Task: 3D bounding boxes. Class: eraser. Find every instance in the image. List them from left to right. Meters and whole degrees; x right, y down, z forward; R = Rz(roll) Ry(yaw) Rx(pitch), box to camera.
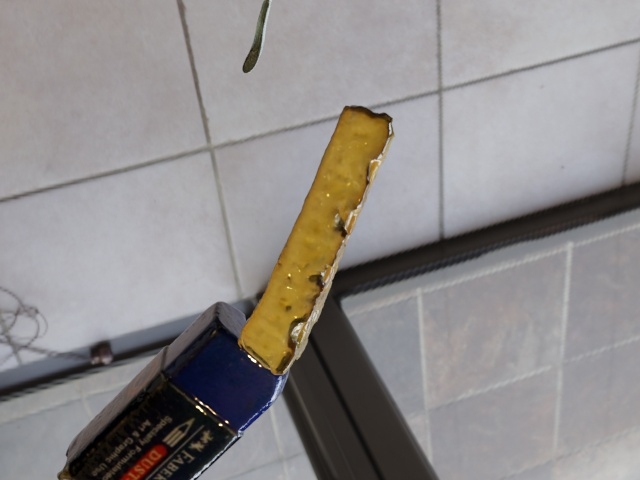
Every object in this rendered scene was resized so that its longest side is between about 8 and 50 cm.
[{"bbox_3d":[-0.196,0.244,1.120,0.155,0.101,0.332,42,103,-16],"label":"eraser"}]

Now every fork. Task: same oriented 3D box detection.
[{"bbox_3d":[-0.072,-0.313,1.070,0.028,0.034,0.219,-33,155,-49],"label":"fork"}]

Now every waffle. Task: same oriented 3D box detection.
[{"bbox_3d":[0.000,0.000,0.807,0.055,0.221,0.248,23,89,2],"label":"waffle"}]
